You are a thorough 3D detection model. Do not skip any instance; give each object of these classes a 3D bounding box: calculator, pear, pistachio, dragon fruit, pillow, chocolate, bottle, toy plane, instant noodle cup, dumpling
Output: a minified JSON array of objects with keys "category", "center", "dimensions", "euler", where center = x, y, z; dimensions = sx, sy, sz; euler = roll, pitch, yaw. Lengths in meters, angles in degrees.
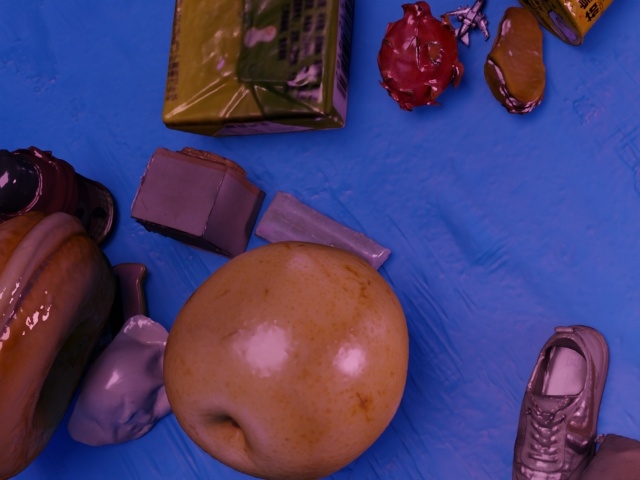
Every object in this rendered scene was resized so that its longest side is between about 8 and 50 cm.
[{"category":"calculator","center":[-0.376,0.126,2.133],"dimensions":[0.236,0.033,0.157],"euler":[-16,71,22]},{"category":"pear","center":[-0.043,0.169,1.803],"dimensions":[0.348,0.348,0.348],"euler":[-7,74,23]},{"category":"pistachio","center":[0.288,-0.264,1.927],"dimensions":[0.089,0.049,0.173],"euler":[1,73,-1]},{"category":"dragon fruit","center":[0.151,-0.282,1.948],"dimensions":[0.136,0.133,0.166],"euler":[11,116,32]},{"category":"pillow","center":[0.465,0.336,1.623],"dimensions":[0.302,0.185,0.075],"euler":[18,119,26]},{"category":"chocolate","center":[-0.088,-0.312,2.064],"dimensions":[0.288,0.137,0.301],"euler":[-1,74,24]},{"category":"bottle","center":[-0.456,-0.063,2.083],"dimensions":[0.143,0.271,0.156],"euler":[-4,75,24]},{"category":"toy plane","center":[0.233,-0.344,1.985],"dimensions":[0.078,0.031,0.083],"euler":[31,92,12]},{"category":"instant noodle cup","center":[0.366,-0.396,1.865],"dimensions":[0.144,0.182,0.182],"euler":[-42,63,0]},{"category":"dumpling","center":[-0.298,0.237,2.031],"dimensions":[0.151,0.124,0.229],"euler":[34,98,-8]}]

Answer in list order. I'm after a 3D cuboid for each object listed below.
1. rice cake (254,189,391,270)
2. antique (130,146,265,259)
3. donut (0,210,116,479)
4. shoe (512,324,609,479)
[{"category":"rice cake","center":[0.000,0.000,1.990],"dimensions":[0.226,0.040,0.085],"euler":[28,88,28]},{"category":"antique","center":[-0.191,-0.064,2.033],"dimensions":[0.146,0.152,0.148],"euler":[18,82,27]},{"category":"donut","center":[-0.464,0.160,1.920],"dimensions":[0.198,0.449,0.449],"euler":[25,87,5]},{"category":"shoe","center":[0.318,0.242,1.751],"dimensions":[0.103,0.098,0.275],"euler":[7,80,29]}]
